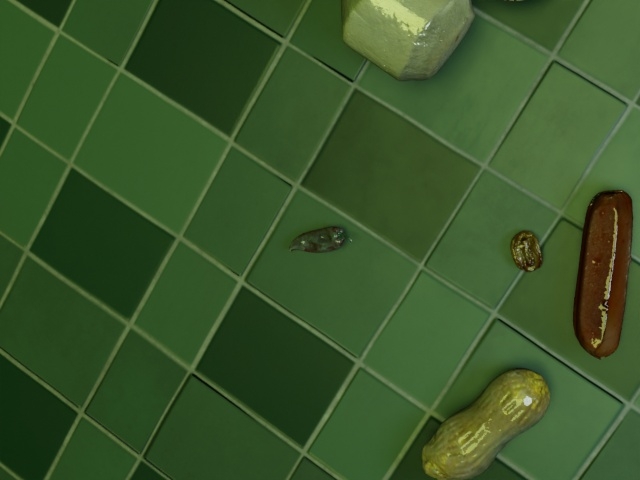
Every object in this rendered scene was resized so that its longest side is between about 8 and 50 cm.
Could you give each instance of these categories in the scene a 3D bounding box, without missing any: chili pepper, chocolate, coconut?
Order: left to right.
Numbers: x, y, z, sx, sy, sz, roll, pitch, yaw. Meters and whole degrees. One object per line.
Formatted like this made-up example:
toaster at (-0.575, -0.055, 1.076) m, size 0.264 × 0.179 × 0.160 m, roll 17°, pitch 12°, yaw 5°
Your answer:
chili pepper at (0.001, 0.000, 2.067) m, size 0.153 × 0.041 × 0.050 m, roll -12°, pitch 71°, yaw 34°
coconut at (0.155, -0.449, 1.874) m, size 0.266 × 0.237 × 0.237 m, roll 35°, pitch 104°, yaw 10°
chocolate at (0.336, 0.378, 1.951) m, size 0.309 × 0.134 × 0.134 m, roll -43°, pitch 82°, yaw 13°

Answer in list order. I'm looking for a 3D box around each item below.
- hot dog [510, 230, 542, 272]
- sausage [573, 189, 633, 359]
hot dog at (0.414, 0.023, 1.940) m, size 0.058 × 0.035 × 0.083 m, roll -17°, pitch 90°, yaw 15°
sausage at (0.548, 0.065, 1.871) m, size 0.102 × 0.102 × 0.330 m, roll 6°, pitch 97°, yaw 17°
